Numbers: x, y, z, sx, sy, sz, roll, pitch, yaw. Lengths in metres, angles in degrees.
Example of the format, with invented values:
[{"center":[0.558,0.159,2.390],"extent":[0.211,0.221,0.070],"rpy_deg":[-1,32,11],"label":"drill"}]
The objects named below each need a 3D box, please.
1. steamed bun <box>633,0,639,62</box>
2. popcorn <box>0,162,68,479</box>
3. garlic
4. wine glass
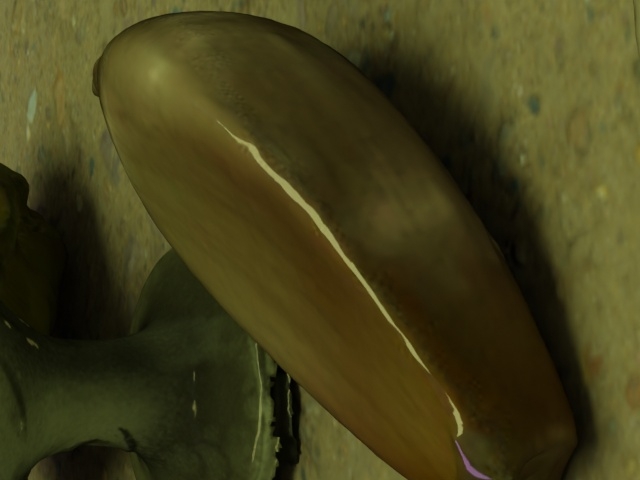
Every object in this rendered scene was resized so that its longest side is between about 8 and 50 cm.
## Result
[{"center":[0.166,-0.068,0.417],"extent":[0.164,0.146,0.242],"rpy_deg":[-29,66,55],"label":"steamed bun"},{"center":[-0.259,0.059,1.100],"extent":[0.215,0.252,0.286],"rpy_deg":[-38,30,19],"label":"popcorn"},{"center":[-0.001,-0.007,0.765],"extent":[0.318,0.112,0.143],"rpy_deg":[54,158,39],"label":"garlic"},{"center":[-0.200,0.076,0.877],"extent":[0.190,0.357,0.191],"rpy_deg":[3,94,58],"label":"wine glass"}]
